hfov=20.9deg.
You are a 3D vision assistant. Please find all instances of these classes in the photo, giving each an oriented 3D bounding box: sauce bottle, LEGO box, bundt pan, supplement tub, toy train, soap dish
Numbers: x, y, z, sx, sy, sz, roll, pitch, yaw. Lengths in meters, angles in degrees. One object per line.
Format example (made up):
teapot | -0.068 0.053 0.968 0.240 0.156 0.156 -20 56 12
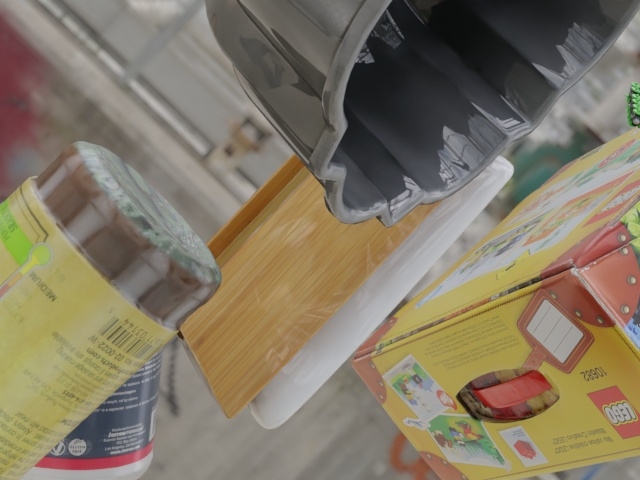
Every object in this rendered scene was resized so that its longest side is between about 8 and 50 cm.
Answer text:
sauce bottle | -0.207 0.099 0.883 0.111 0.344 0.111 47 3 -3
LEGO box | 0.299 0.039 1.697 0.193 0.372 0.500 51 -24 -3
bundt pan | 0.072 -0.171 0.817 0.124 0.331 0.331 41 3 18
supplement tub | -0.253 0.103 1.757 0.191 0.272 0.191 6 11 -1
toy train | 0.284 -0.118 1.538 0.023 0.017 0.083 23 27 -4
soap dish | 0.000 0.000 1.333 0.118 0.291 0.229 45 -4 -9
